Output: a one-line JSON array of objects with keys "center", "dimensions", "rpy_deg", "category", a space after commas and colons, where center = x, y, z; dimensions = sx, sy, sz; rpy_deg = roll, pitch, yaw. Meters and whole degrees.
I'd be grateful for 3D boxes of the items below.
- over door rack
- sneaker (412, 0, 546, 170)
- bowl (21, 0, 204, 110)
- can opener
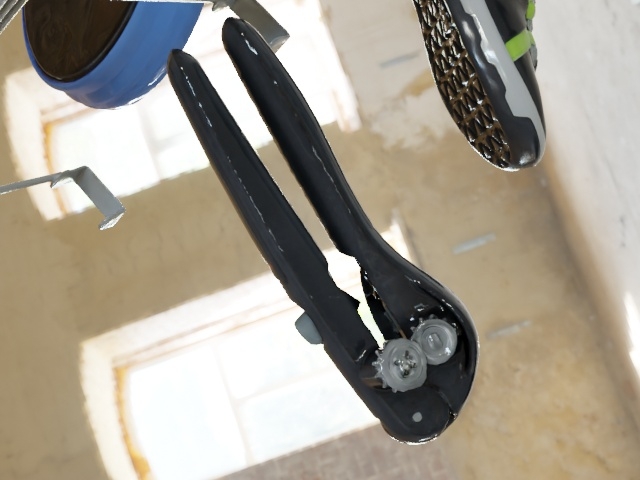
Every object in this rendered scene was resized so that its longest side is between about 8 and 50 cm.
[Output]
[{"center": [-0.205, -0.114, 0.775], "dimensions": [0.108, 0.239, 0.324], "rpy_deg": [55, -155, 16], "category": "over door rack"}, {"center": [0.102, -0.157, 0.621], "dimensions": [0.084, 0.097, 0.234], "rpy_deg": [95, 158, -74], "category": "sneaker"}, {"center": [-0.262, -0.361, 1.366], "dimensions": [0.077, 0.391, 0.391], "rpy_deg": [11, -134, -39], "category": "bowl"}, {"center": [0.000, 0.000, 0.428], "dimensions": [0.186, 0.059, 0.073], "rpy_deg": [53, 168, -11], "category": "can opener"}]
